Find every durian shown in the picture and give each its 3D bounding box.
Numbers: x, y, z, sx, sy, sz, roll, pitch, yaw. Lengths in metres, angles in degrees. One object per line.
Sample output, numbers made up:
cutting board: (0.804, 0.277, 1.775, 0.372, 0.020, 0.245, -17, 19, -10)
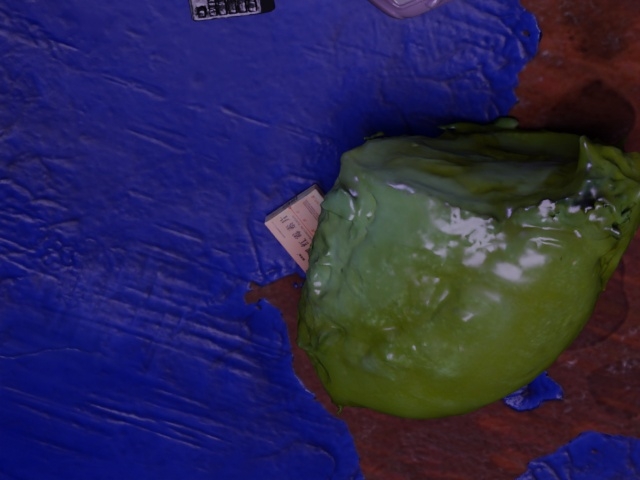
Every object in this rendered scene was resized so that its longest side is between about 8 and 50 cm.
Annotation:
durian: (0.119, 0.020, 1.681, 0.256, 0.204, 0.339, 20, 123, 1)

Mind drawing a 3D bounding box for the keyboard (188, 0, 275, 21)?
keyboard: (-0.084, -0.276, 1.628, 0.074, 0.015, 0.196, -4, 117, 4)

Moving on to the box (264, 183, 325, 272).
box: (0.000, 0.000, 1.767, 0.058, 0.015, 0.093, -33, 111, 15)

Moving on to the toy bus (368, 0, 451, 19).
toy bus: (0.049, -0.275, 1.557, 0.202, 0.142, 0.142, 34, 108, -13)
